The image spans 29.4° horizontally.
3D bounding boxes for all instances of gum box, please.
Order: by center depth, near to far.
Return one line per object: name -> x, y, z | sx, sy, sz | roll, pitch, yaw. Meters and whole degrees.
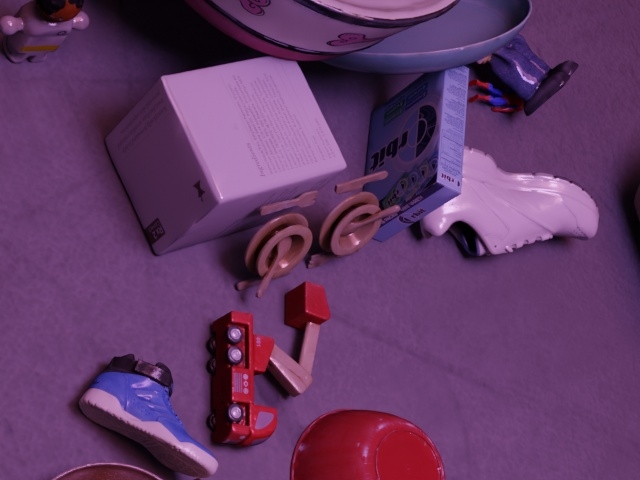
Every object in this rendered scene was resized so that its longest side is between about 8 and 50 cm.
gum box -> 0.115, -0.111, 1.500 | 0.041, 0.157, 0.184 | 24, 56, -26

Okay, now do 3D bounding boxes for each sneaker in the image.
sneaker -> -0.157, 0.170, 1.225 | 0.152, 0.058, 0.084 | 28, 54, 5
sneaker -> 0.240, -0.033, 1.603 | 0.297, 0.111, 0.129 | 13, 77, -26

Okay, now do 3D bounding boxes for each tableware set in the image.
tableware set -> 0.000, 0.000, 1.383 | 0.194, 0.128, 0.039 | -18, 51, -37

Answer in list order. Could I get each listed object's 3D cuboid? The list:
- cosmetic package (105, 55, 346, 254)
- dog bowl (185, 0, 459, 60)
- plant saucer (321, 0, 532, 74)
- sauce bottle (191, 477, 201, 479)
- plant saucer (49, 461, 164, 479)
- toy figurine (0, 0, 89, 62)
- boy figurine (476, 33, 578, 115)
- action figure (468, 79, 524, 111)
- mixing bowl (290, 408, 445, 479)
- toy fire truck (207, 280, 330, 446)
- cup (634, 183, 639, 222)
cosmetic package -> -0.105, -0.096, 1.342 | 0.184, 0.151, 0.151 | -17, 78, -40
dog bowl -> -0.025, -0.380, 1.344 | 0.408, 0.150, 0.408 | 15, 59, -28
plant saucer -> 0.104, -0.274, 1.528 | 0.318, 0.318, 0.043 | -33, 130, -40
sauce bottle -> -0.116, 0.303, 1.214 | 0.042, 0.042, 0.128 | -15, 78, -39
plant saucer -> -0.203, 0.310, 1.147 | 0.199, 0.036, 0.198 | 12, 64, -27
toy figurine -> -0.319, -0.319, 1.303 | 0.213, 0.148, 0.209 | 36, 52, -17
boy figurine -> 0.229, -0.308, 1.708 | 0.285, 0.092, 0.177 | 47, 38, 1
action figure -> 0.254, -0.202, 1.725 | 0.115, 0.030, 0.038 | 7, 70, -37
mixing bowl -> 0.069, 0.259, 1.328 | 0.181, 0.098, 0.181 | 16, 60, -29
toy fire truck -> -0.054, 0.134, 1.335 | 0.135, 0.047, 0.192 | 13, 62, -31
cup -> 0.592, -0.042, 1.729 | 0.331, 0.331, 0.237 | -23, 57, -40
